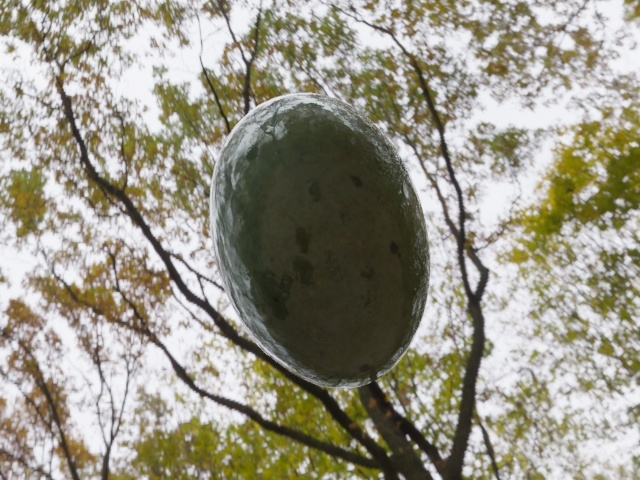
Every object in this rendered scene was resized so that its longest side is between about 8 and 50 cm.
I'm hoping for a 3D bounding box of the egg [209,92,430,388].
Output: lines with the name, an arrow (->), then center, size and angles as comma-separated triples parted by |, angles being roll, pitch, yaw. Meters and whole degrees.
egg -> 0.000, 0.000, 0.629 | 0.169, 0.169, 0.237 | -10, -92, -10
